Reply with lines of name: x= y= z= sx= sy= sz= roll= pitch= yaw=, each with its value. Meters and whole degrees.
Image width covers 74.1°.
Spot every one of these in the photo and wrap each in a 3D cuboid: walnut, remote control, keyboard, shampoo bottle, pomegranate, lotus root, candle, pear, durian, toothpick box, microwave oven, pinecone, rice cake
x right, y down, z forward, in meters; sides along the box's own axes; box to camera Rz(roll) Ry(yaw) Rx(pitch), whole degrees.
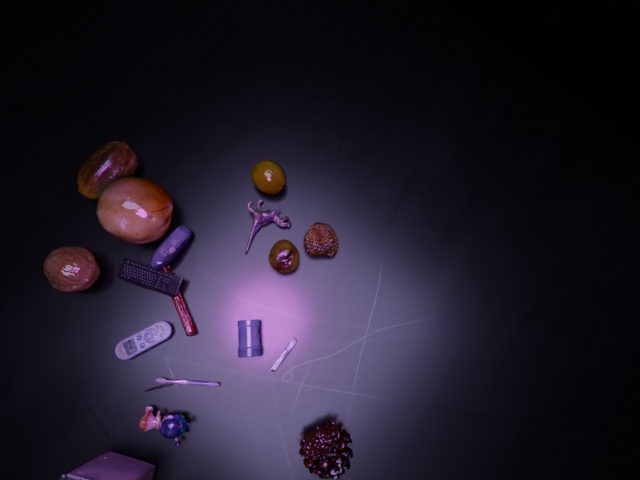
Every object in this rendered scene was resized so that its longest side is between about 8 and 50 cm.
walnut: x=-1.042 y=0.123 z=1.780 sx=0.214 sy=0.213 sz=0.213 roll=1 pitch=77 yaw=-3
remote control: x=-0.751 y=0.424 z=1.806 sx=0.245 sy=0.047 sz=0.087 roll=-27 pitch=83 yaw=-9
keyboard: x=-0.786 y=0.143 z=1.840 sx=0.382 sy=0.041 sz=0.103 roll=17 pitch=84 yaw=9
shampoo bottle: x=-0.659 y=0.033 z=1.863 sx=0.087 sy=0.049 sz=0.233 roll=29 pitch=60 yaw=7
pomegranate: x=-0.799 y=-0.131 z=1.811 sx=0.320 sy=0.319 sz=0.318 roll=1 pitch=77 yaw=-3
lotus root: x=-0.953 y=-0.304 z=1.904 sx=0.193 sy=0.193 sz=0.290 roll=35 pitch=75 yaw=5
candle: x=-0.622 y=0.265 z=1.848 sx=0.051 sy=0.048 sz=0.328 roll=-28 pitch=79 yaw=15
pear: x=-0.234 y=-0.291 z=1.942 sx=0.162 sy=0.149 sz=0.148 roll=39 pitch=78 yaw=-5
durian: x=0.000 y=0.000 z=1.900 sx=0.158 sy=0.137 sz=0.167 roll=-13 pitch=87 yaw=-27
toothpick box: x=-0.301 y=0.417 z=1.804 sx=0.101 sy=0.101 sz=0.153 roll=-2 pitch=77 yaw=-4
microwave oven: x=-0.816 y=1.023 z=1.530 sx=0.248 sy=0.333 sz=0.393 roll=13 pitch=77 yaw=5
pinecone: x=0.033 y=0.838 z=1.682 sx=0.222 sy=0.221 sz=0.221 roll=1 pitch=77 yaw=-3
rice cake: x=-0.159 y=0.494 z=1.828 sx=0.029 sy=0.033 sz=0.170 roll=38 pitch=78 yaw=6

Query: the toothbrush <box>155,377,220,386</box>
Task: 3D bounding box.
toothbrush: x=-0.559 y=0.598 z=1.787 sx=0.270 sy=0.027 sz=0.021 roll=5 pitch=86 yaw=-2

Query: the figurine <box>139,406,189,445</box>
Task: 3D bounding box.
figurine: x=-0.632 y=0.749 z=1.714 sx=0.195 sy=0.102 sz=0.111 roll=10 pitch=110 yaw=-5

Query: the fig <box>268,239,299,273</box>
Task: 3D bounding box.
fig: x=-0.161 y=0.070 z=1.878 sx=0.136 sy=0.120 sz=0.152 roll=6 pitch=77 yaw=-7

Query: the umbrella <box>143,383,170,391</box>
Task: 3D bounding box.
umbrella: x=-0.686 y=0.620 z=1.782 sx=0.122 sy=0.022 sz=0.013 roll=-13 pitch=104 yaw=5

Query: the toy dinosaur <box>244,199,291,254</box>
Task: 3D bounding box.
toy dinosaur: x=-0.274 y=-0.084 z=1.936 sx=0.252 sy=0.072 sz=0.199 roll=-28 pitch=90 yaw=-19
